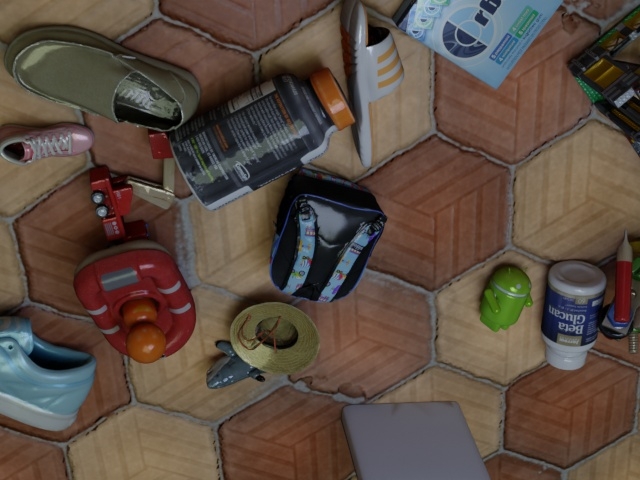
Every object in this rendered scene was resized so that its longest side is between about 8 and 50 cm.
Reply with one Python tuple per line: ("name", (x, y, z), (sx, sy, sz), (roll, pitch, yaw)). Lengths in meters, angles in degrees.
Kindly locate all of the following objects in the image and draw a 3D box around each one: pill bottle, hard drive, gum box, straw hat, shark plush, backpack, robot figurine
("pill bottle", (-0.077, -0.149, 1.494), (0.246, 0.130, 0.130), (-26, 121, 6))
("hard drive", (0.165, 0.379, 1.737), (0.210, 0.318, 0.040), (0, 120, -10))
("pill bottle", (0.415, 0.127, 1.768), (0.094, 0.094, 0.169), (-4, 120, -8))
("gum box", (0.220, -0.324, 1.500), (0.184, 0.041, 0.157), (26, 112, -24))
("straw hat", (-0.068, 0.141, 1.707), (0.144, 0.061, 0.144), (3, 117, 7))
("shark plush", (-0.106, 0.214, 1.738), (0.161, 0.067, 0.073), (5, 119, -13))
("backpack", (0.000, 0.000, 1.604), (0.158, 0.117, 0.173), (13, 116, -17))
("robot figurine", (0.301, 0.092, 1.743), (0.101, 0.067, 0.115), (-5, 125, -40))

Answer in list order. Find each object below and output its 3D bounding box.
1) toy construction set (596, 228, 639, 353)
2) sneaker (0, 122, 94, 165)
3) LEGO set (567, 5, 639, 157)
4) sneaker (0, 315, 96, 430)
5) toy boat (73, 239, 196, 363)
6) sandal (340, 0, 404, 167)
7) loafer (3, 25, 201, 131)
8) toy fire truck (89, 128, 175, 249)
("toy construction set", (0.548, 0.038, 1.676), (0.257, 0.237, 0.309), (-5, 164, 37))
("sneaker", (-0.383, -0.130, 1.484), (0.134, 0.070, 0.051), (1, 118, -12))
("LEGO set", (0.528, -0.200, 1.531), (0.255, 0.192, 0.331), (-32, 119, 5))
("sneaker", (-0.508, 0.159, 1.606), (0.366, 0.135, 0.150), (24, 105, -32))
("toy boat", (-0.265, 0.115, 1.580), (0.151, 0.151, 0.231), (-17, 145, 0))
("sandal", (0.078, -0.226, 1.505), (0.076, 0.102, 0.265), (-11, 130, -6))
("loafer", (-0.289, -0.215, 1.439), (0.269, 0.092, 0.102), (11, 117, -16))
("toy fire truck", (-0.263, -0.070, 1.555), (0.135, 0.047, 0.192), (-14, 122, -4))
